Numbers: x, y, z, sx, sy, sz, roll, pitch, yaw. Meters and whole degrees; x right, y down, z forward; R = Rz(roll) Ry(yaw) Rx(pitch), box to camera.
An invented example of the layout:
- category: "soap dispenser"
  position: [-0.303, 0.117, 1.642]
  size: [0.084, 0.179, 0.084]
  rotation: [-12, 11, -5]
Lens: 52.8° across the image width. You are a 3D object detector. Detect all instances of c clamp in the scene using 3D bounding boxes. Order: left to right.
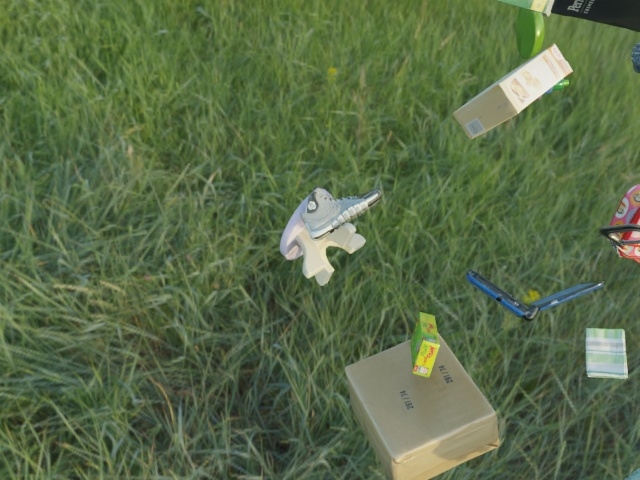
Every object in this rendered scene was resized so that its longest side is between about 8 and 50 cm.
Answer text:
- category: "c clamp"
  position: [0.764, -0.007, 1.584]
  size: [0.137, 0.161, 0.022]
  rotation: [28, 76, -12]

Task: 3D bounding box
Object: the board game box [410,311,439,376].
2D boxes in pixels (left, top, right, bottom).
- category: "board game box"
  position: [0.264, 0.262, 1.646]
  size: [0.043, 0.092, 0.181]
  rotation: [15, 17, 1]

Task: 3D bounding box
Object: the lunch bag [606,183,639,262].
- category: "lunch bag"
  position: [1.055, -0.038, 2.025]
  size: [0.293, 0.258, 0.120]
  rotation: [4, 33, -16]

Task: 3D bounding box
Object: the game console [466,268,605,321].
- category: "game console"
  position: [0.500, 0.096, 1.549]
  size: [0.250, 0.293, 0.173]
  rotation: [36, 93, 13]

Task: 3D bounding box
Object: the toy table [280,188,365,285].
- category: "toy table"
  position: [0.000, 0.000, 1.900]
  size: [0.252, 0.274, 0.161]
  rotation: [-35, 68, -30]

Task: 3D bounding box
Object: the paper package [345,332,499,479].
- category: "paper package"
  position: [0.262, 0.445, 1.715]
  size: [0.310, 0.168, 0.324]
  rotation: [-20, 39, -12]

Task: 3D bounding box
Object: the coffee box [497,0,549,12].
- category: "coffee box"
  position: [0.320, -0.446, 1.143]
  size: [0.113, 0.040, 0.184]
  rotation: [11, 25, -10]

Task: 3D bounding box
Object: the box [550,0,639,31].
- category: "box"
  position: [0.411, -0.320, 0.557]
  size: [0.313, 0.343, 0.178]
  rotation: [17, 83, 9]

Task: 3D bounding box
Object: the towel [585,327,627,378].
- category: "towel"
  position: [0.862, 0.338, 1.948]
  size: [0.113, 0.023, 0.151]
  rotation: [0, 65, 19]

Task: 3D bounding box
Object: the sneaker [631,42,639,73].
- category: "sneaker"
  position: [0.801, -0.405, 1.435]
  size: [0.283, 0.122, 0.110]
  rotation: [-26, 25, -26]

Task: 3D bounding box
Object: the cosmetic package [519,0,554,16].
- category: "cosmetic package"
  position: [0.626, -0.751, 1.760]
  size: [0.127, 0.237, 0.107]
  rotation: [30, 3, -39]

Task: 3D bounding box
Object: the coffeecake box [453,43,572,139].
- category: "coffeecake box"
  position: [0.373, -0.288, 1.257]
  size: [0.185, 0.142, 0.068]
  rotation: [-37, 94, -27]

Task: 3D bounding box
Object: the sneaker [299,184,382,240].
- category: "sneaker"
  position: [0.044, -0.109, 1.738]
  size: [0.229, 0.086, 0.132]
  rotation: [-32, 81, -3]

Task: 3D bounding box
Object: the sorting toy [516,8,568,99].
- category: "sorting toy"
  position: [0.527, -0.512, 1.482]
  size: [0.126, 0.365, 0.127]
  rotation: [-6, 13, -2]

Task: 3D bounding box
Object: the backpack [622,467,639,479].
- category: "backpack"
  position: [0.734, 0.557, 1.304]
  size: [0.191, 0.253, 0.225]
  rotation: [38, 20, -23]
